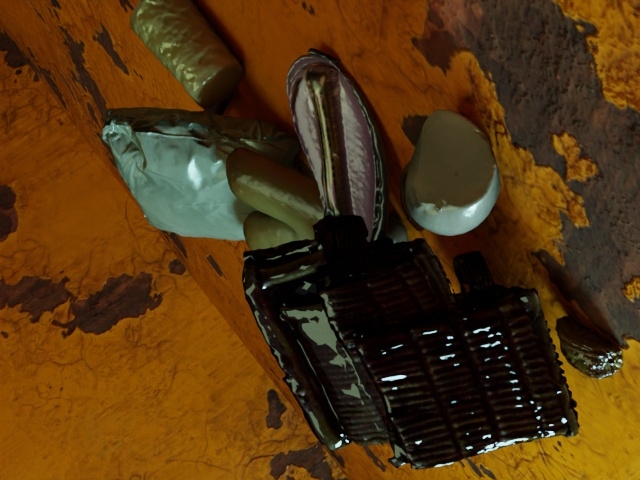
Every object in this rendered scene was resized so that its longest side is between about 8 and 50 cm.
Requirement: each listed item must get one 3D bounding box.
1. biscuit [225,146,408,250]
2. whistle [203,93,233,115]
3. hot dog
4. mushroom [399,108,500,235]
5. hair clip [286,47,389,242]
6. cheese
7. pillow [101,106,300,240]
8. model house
[{"bbox_3d":[0.000,0.000,1.636,0.290,0.062,0.237,27,152,24],"label":"biscuit"},{"bbox_3d":[-0.162,-0.215,1.866,0.033,0.033,0.176,55,165,-1],"label":"whistle"},{"bbox_3d":[0.271,0.111,1.215,0.083,0.035,0.058,38,164,48],"label":"hot dog"},{"bbox_3d":[0.130,-0.054,1.215,0.225,0.093,0.116,81,-179,-77],"label":"mushroom"},{"bbox_3d":[0.025,-0.059,1.448,0.110,0.095,0.359,-130,34,-59],"label":"hair clip"},{"bbox_3d":[-0.193,-0.278,1.702,0.167,0.093,0.123,52,170,9],"label":"cheese"},{"bbox_3d":[-0.161,-0.092,1.790,0.283,0.138,0.310,6,155,7],"label":"pillow"},{"bbox_3d":[0.133,0.087,1.304,0.282,0.297,0.317,-10,108,43],"label":"model house"}]
